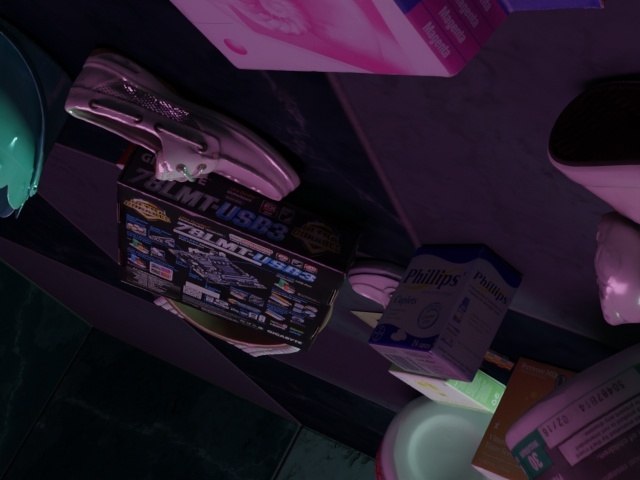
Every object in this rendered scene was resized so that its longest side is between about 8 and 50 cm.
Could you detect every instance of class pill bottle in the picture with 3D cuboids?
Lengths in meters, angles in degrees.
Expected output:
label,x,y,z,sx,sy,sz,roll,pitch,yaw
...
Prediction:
label,x,y,z,sx,sy,sz,roll,pitch,yaw
pill bottle,0.372,0.304,1.021,0.361,0.204,0.204,58,175,22
pill bottle,0.221,0.435,1.894,0.229,0.229,0.407,26,163,9

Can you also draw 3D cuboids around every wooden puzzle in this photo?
label,x,y,z,sx,sy,sz,roll,pitch,yaw
wooden puzzle,0.258,0.173,1.434,0.083,0.006,0.049,26,164,10

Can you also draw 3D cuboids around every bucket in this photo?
label,x,y,z,sx,sy,sz,roll,pitch,yaw
bucket,-0.459,-0.176,1.248,0.281,0.183,0.281,26,164,8

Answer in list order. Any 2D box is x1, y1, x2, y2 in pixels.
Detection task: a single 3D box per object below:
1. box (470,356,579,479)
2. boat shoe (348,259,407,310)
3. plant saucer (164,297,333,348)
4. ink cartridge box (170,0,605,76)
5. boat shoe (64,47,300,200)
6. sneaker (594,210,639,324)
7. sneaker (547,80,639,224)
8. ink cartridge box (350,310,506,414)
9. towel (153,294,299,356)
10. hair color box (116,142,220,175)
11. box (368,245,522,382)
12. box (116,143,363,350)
label,x,y,z,sx,sy,sz,roll,pitch,yaw
box,0.308,0.264,1.333,0.130,0.170,0.091,12,158,45
boat shoe,0.115,0.085,1.278,0.226,0.075,0.083,13,158,43
plant saucer,-0.112,0.054,1.434,0.278,0.041,0.278,10,134,10
ink cartridge box,-0.039,-0.225,0.610,0.330,0.071,0.324,13,157,47
boat shoe,-0.158,-0.107,1.112,0.277,0.096,0.098,29,162,-4
sneaker,0.291,0.023,0.754,0.115,0.090,0.232,-5,171,39
sneaker,0.281,-0.039,0.603,0.123,0.106,0.290,35,174,-30
ink cartridge box,0.165,0.197,1.583,0.235,0.056,0.171,33,164,-23
towel,-0.134,0.096,1.663,0.235,0.121,0.284,30,162,-12
hair color box,-0.182,-0.085,1.298,0.167,0.053,0.093,15,157,43
box,0.139,0.080,1.112,0.072,0.137,0.126,38,162,-25
box,-0.117,0.021,1.271,0.296,0.073,0.293,21,152,0
